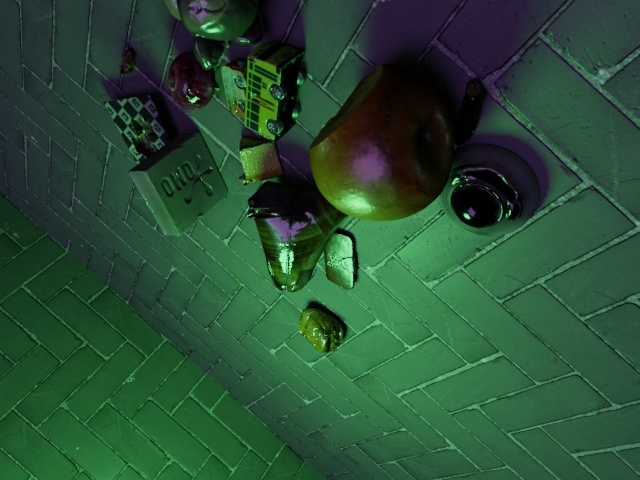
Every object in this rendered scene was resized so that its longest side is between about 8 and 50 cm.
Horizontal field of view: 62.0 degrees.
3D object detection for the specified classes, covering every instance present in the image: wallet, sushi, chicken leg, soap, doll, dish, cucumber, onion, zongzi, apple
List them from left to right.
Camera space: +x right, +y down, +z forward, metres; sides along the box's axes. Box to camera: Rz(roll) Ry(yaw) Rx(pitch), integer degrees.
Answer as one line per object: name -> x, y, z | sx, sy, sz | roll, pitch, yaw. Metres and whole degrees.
chicken leg -> -0.691, -0.628, 1.895 | 0.062, 0.037, 0.145 | 60, 143, 12
sushi -> -0.667, -0.428, 2.048 | 0.294, 0.059, 0.292 | 9, 132, 35
soap -> -0.506, -0.207, 1.939 | 0.107, 0.296, 0.285 | 6, 132, 36
onion -> -0.405, -0.506, 1.687 | 0.177, 0.153, 0.177 | 39, 148, 30
doll -> -0.310, -0.683, 1.427 | 0.378, 0.252, 0.382 | 45, 154, 54
zongzi -> 0.000, 0.000, 1.794 | 0.432, 0.208, 0.403 | 0, 120, 21
wallet -> 0.069, 0.067, 1.931 | 0.137, 0.031, 0.255 | 21, 136, 29
apple -> 0.148, -0.241, 1.357 | 0.374, 0.374, 0.384 | 2, 98, 39
cucumber -> 0.364, -0.308, 1.310 | 0.053, 0.053, 0.181 | 26, 142, 18
dish -> 0.417, -0.102, 1.397 | 0.273, 0.134, 0.273 | 22, 137, 21

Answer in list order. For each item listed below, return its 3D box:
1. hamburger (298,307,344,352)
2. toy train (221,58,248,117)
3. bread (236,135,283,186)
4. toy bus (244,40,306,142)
hamburger -> -0.005, 0.379, 2.222 | 0.206, 0.130, 0.183 | 32, 139, 15
toy train -> -0.242, -0.473, 1.642 | 0.099, 0.072, 0.188 | 25, 140, 28
bread -> -0.208, -0.276, 1.811 | 0.152, 0.127, 0.147 | -7, 127, 3
toy bus -> -0.139, -0.435, 1.543 | 0.150, 0.128, 0.262 | 30, 141, 14
